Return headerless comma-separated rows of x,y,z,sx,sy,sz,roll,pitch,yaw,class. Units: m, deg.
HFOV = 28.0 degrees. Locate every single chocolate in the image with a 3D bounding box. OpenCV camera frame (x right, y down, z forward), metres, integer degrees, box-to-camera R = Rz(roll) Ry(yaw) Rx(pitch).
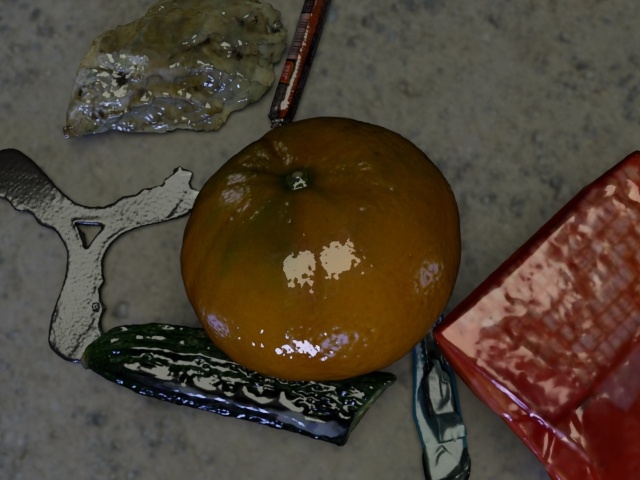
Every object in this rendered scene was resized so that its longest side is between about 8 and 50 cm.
0.244,0.088,1.083,0.237,0.108,0.235,-42,91,-8,chocolate

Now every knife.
0.092,0.082,1.135,0.044,0.026,0.296,-11,81,10,knife

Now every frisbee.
-0.192,-0.008,1.155,0.187,0.012,0.211,-21,81,-5,frisbee

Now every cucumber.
-0.071,0.116,1.105,0.265,0.077,0.077,15,81,4,cucumber

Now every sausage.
-0.012,-0.193,1.180,0.028,0.025,0.198,9,78,33,sausage

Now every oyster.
-0.131,-0.165,1.153,0.209,0.072,0.133,-6,84,-3,oyster

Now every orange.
0.000,0.000,1.052,0.240,0.171,0.240,-8,45,8,orange
